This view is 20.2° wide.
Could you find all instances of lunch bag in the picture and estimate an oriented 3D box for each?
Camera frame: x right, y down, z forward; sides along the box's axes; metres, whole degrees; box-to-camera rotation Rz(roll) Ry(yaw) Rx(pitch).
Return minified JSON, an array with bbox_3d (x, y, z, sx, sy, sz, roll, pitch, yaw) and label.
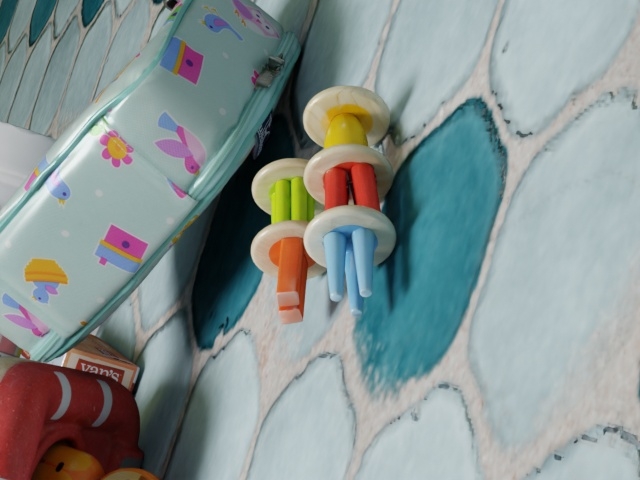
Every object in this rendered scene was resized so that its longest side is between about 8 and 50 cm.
[{"bbox_3d":[-0.129,-0.057,1.284,0.279,0.108,0.224,-45,9,29],"label":"lunch bag"}]

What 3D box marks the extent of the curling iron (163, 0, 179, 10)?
[{"bbox_3d":[-0.128,-0.297,1.696,0.274,0.035,0.068,-94,26,-50],"label":"curling iron"}]

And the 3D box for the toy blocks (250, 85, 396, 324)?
[{"bbox_3d":[0.000,0.000,1.051,0.123,0.054,0.148,-52,27,40],"label":"toy blocks"}]

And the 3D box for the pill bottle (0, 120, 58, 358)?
[{"bbox_3d":[-0.330,0.078,1.629,0.210,0.210,0.363,-4,68,69],"label":"pill bottle"}]

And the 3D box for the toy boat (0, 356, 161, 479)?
[{"bbox_3d":[-0.170,0.169,1.230,0.231,0.151,0.151,23,-95,-67],"label":"toy boat"}]

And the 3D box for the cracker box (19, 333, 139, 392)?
[{"bbox_3d":[-0.227,0.190,1.463,0.155,0.067,0.232,19,91,70],"label":"cracker box"}]
